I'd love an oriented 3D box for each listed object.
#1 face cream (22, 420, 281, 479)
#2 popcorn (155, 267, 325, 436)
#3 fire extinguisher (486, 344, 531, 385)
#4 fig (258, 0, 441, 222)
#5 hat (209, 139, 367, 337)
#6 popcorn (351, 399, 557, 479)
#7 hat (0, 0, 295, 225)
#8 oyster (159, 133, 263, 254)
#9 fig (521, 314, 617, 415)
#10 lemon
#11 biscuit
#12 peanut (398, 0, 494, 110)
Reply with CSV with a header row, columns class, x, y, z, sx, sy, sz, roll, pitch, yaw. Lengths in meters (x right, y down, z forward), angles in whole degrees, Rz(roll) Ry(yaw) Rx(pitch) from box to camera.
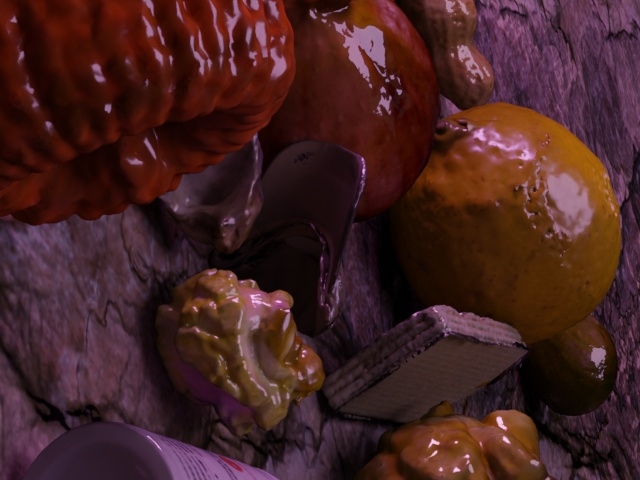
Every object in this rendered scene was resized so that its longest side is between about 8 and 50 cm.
class,x,y,z,sx,sy,sz,roll,pitch,yaw
face cream,-0.079,0.244,1.536,0.369,0.145,0.145,33,49,-59
popcorn,-0.070,0.091,1.665,0.145,0.126,0.126,58,-4,6
fire extinguisher,0.224,0.137,2.406,0.158,0.043,0.064,-25,115,-67
fig,0.000,-0.145,1.845,0.263,0.224,0.224,57,30,-32
hat,0.000,0.000,1.764,0.085,0.147,0.175,10,109,-55
popcorn,0.152,0.278,1.971,0.252,0.215,0.286,54,2,42
hat,-0.201,-0.216,1.408,0.285,0.285,0.400,21,45,-63
oyster,-0.111,-0.149,1.665,0.198,0.133,0.337,-97,-178,-78
fig,0.306,0.129,2.501,0.133,0.126,0.185,-61,139,-39
lemon,0.199,-0.023,2.174,0.310,0.253,0.253,58,30,-32
biscuit,0.111,0.127,2.022,0.052,0.150,0.252,60,18,21
peanut,0.155,-0.245,2.390,0.193,0.089,0.089,68,25,-20
